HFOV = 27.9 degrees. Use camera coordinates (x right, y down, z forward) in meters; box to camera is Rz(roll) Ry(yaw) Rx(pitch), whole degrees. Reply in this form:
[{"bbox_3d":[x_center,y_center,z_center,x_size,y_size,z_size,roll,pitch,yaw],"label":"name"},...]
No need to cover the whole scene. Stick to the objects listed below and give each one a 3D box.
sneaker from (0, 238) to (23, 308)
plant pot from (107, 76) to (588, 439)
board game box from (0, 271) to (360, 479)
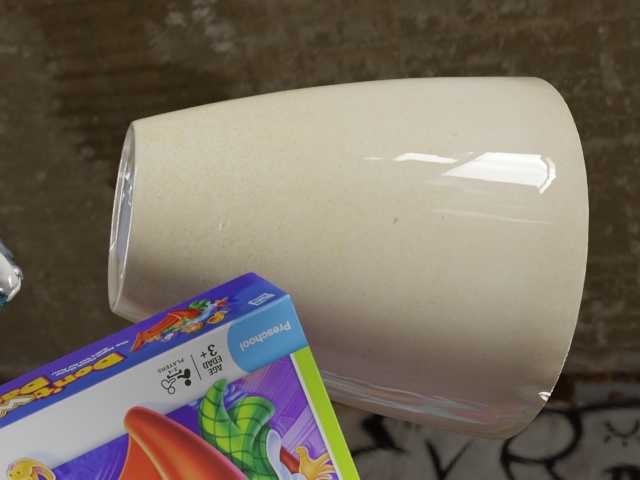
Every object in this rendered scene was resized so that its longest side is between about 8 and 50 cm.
[{"bbox_3d":[-0.255,-0.026,0.520,0.275,0.110,0.107,26,-15,-11],"label":"sneaker"},{"bbox_3d":[0.000,0.000,0.878,0.273,0.257,0.257,5,-49,-14],"label":"plant pot"},{"bbox_3d":[-0.140,0.196,0.699,0.347,0.078,0.233,-25,-74,-14],"label":"board game box"}]
